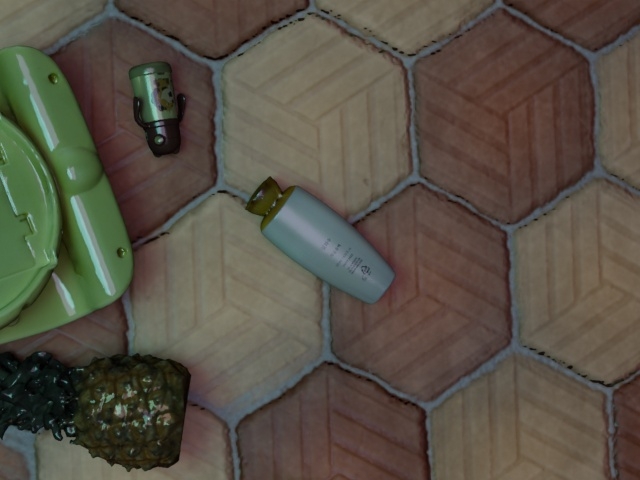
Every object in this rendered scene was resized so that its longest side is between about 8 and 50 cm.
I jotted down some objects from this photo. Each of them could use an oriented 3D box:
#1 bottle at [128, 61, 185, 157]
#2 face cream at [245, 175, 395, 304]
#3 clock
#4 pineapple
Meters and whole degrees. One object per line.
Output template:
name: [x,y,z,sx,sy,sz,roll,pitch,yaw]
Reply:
bottle: [-0.175,-0.142,1.112,0.063,0.047,0.101,-13,93,-18]
face cream: [0.000,0.000,1.134,0.182,0.051,0.072,37,86,-7]
clock: [-0.374,-0.019,0.980,0.348,0.117,0.286,-24,94,-38]
pineapple: [-0.263,0.169,1.067,0.248,0.128,0.128,9,89,-3]
